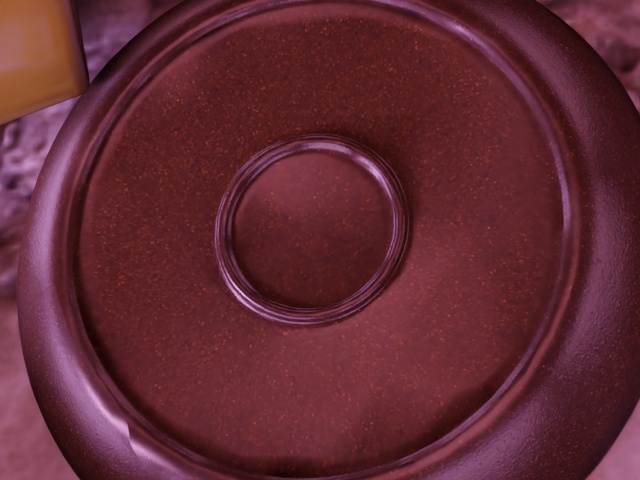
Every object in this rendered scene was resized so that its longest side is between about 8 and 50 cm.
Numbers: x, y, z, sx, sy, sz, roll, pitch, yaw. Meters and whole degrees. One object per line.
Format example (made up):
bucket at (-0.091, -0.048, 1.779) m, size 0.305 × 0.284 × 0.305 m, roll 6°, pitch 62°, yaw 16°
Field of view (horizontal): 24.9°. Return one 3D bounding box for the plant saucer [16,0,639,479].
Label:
plant saucer at (0.000, 0.000, 0.653) m, size 0.311 × 0.050 × 0.310 m, roll -3°, pitch 72°, yaw 11°

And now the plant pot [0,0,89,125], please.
plant pot at (-0.236, -0.124, 0.654) m, size 0.239 × 0.254 × 0.254 m, roll -10°, pitch 71°, yaw -7°
